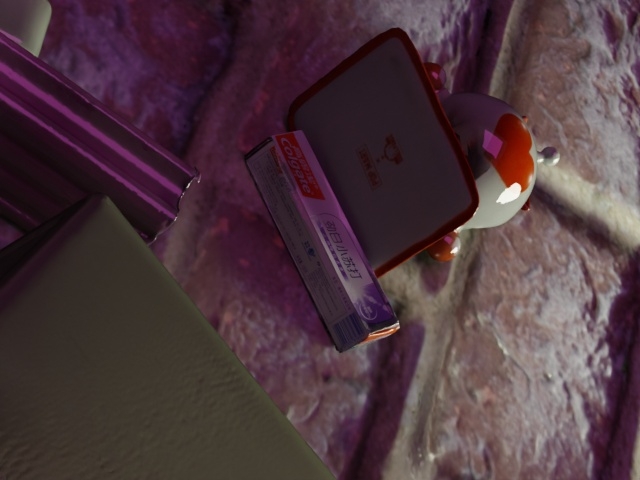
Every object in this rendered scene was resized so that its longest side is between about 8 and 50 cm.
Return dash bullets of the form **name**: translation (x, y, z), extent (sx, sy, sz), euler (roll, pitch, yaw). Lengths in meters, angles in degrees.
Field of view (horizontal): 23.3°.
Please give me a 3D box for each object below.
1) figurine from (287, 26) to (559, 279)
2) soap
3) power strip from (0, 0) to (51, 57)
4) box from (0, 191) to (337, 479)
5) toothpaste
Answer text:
- **figurine**: translation (0.121, -0.077, 1.408), extent (0.226, 0.160, 0.183), euler (-4, 67, -48)
- **soap**: translation (-0.206, -0.064, 1.157), extent (0.203, 0.122, 0.065), euler (36, 48, -16)
- **power strip**: translation (-0.387, -0.213, 1.131), extent (0.385, 0.091, 0.062), euler (24, 55, -24)
- **box**: translation (-0.144, 0.201, 0.937), extent (0.344, 0.177, 0.352), euler (53, 34, -12)
- **toothpaste**: translation (0.000, 0.000, 1.330), extent (0.047, 0.040, 0.196), euler (-14, 73, -43)
